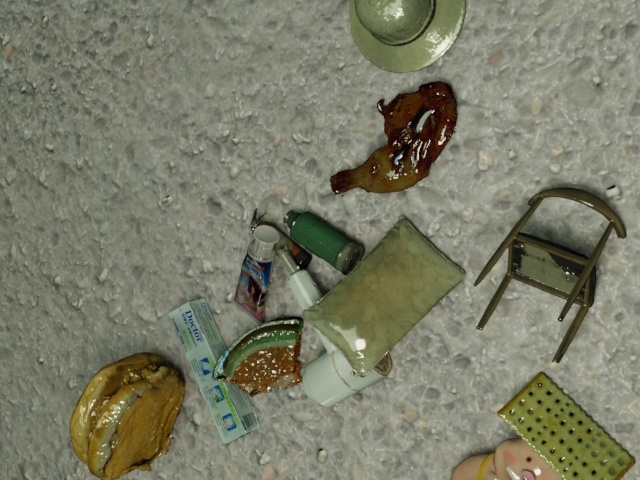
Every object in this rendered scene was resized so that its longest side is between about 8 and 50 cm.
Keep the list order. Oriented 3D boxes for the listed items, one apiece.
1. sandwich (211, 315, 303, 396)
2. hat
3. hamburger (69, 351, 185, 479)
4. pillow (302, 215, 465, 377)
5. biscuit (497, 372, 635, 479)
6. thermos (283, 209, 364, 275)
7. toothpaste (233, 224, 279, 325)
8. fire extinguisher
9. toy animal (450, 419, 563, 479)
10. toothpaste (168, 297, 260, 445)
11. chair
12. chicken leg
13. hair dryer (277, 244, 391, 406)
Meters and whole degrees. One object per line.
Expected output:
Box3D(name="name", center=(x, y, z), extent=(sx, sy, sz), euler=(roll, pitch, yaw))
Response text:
Box3D(name="sandwich", center=(-0.137, 0.268, 1.791), extent=(0.235, 0.079, 0.159), euler=(-16, 94, 9))
Box3D(name="hat", center=(0.144, -0.463, 1.582), extent=(0.257, 0.130, 0.257), euler=(2, 95, 28))
Box3D(name="hamburger", center=(-0.452, 0.413, 1.887), extent=(0.158, 0.318, 0.319), euler=(21, 103, 25))
Box3D(name="pillow", center=(0.122, 0.112, 1.613), extent=(0.302, 0.075, 0.185), euler=(-44, 73, -5))
Box3D(name="biscuit", center=(0.451, 0.360, 1.478), extent=(0.231, 0.139, 0.016), euler=(45, 154, 19))
Box3D(name="thermos", center=(0.001, -0.004, 1.734), extent=(0.187, 0.083, 0.073), euler=(35, 88, 24))
Box3D(name="toothpaste", center=(-0.143, 0.081, 1.784), extent=(0.096, 0.061, 0.266), euler=(39, 137, 22))
Box3D(name="fire extinguisher", center=(-0.096, -0.001, 1.796), extent=(0.177, 0.050, 0.062), euler=(39, 98, 20))
Box3D(name="toy animal", center=(0.347, 0.465, 1.530), extent=(0.248, 0.149, 0.165), euler=(-29, 88, 20))
Box3D(name="toothpaste", center=(-0.250, 0.304, 1.894), extent=(0.081, 0.067, 0.337), euler=(-30, 78, 28))
Box3D(name="chair", center=(0.414, 0.053, 1.460), extent=(0.188, 0.166, 0.272), euler=(23, 62, 27))
Box3D(name="chicken leg", center=(0.148, -0.191, 1.636), extent=(0.177, 0.083, 0.323), euler=(42, 111, 30))
Box3D(name="hair dryer", center=(-0.008, 0.165, 1.718), extent=(0.173, 0.107, 0.357), euler=(-34, 80, 25))
